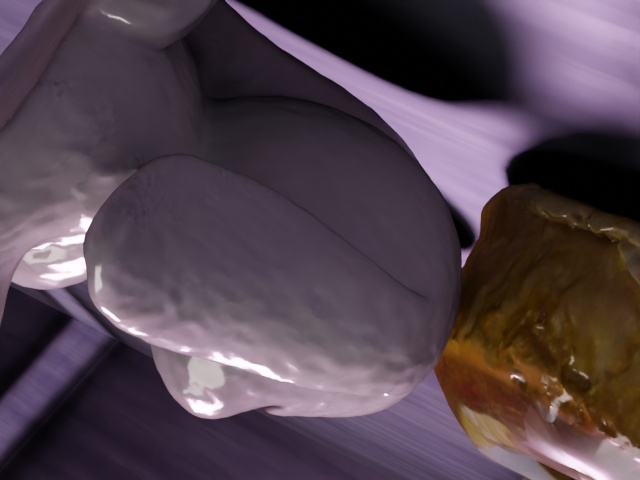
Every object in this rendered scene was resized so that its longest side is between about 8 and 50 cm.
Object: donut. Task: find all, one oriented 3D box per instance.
[{"bbox_3d":[0.209,0.105,0.966,0.330,0.160,0.330,30,178,1],"label":"donut"}]

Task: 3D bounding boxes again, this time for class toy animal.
[{"bbox_3d":[-0.045,-0.011,0.885,0.265,0.206,0.271,35,-154,-15],"label":"toy animal"}]

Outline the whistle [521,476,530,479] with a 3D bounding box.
[{"bbox_3d":[0.268,0.235,1.543,0.189,0.189,0.348,27,-170,13],"label":"whistle"}]
